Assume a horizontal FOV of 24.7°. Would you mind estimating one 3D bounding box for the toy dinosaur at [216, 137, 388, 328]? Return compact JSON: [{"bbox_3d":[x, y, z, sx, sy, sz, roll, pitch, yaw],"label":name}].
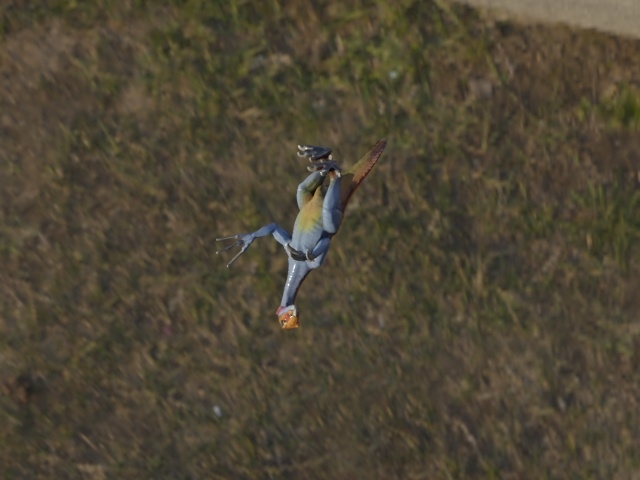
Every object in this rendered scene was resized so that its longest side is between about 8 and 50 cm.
[{"bbox_3d":[0.000,0.000,0.695,0.090,0.082,0.047,-10,26,-26],"label":"toy dinosaur"}]
